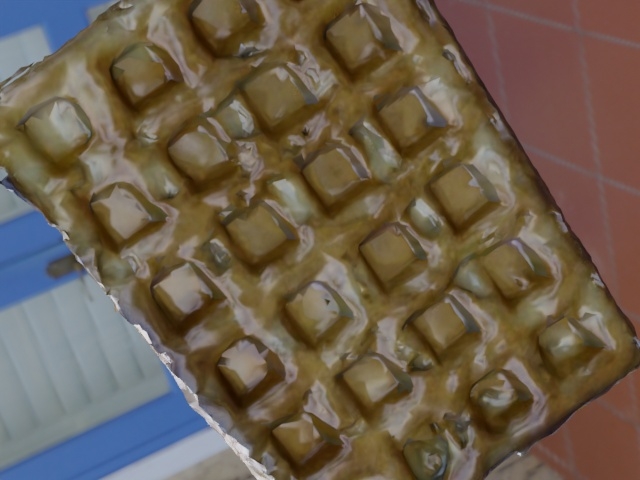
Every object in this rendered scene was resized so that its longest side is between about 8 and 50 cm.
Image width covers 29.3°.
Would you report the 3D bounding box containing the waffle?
[{"bbox_3d":[0.000,0.000,0.612,0.308,0.213,0.091,54,176,-14],"label":"waffle"}]
